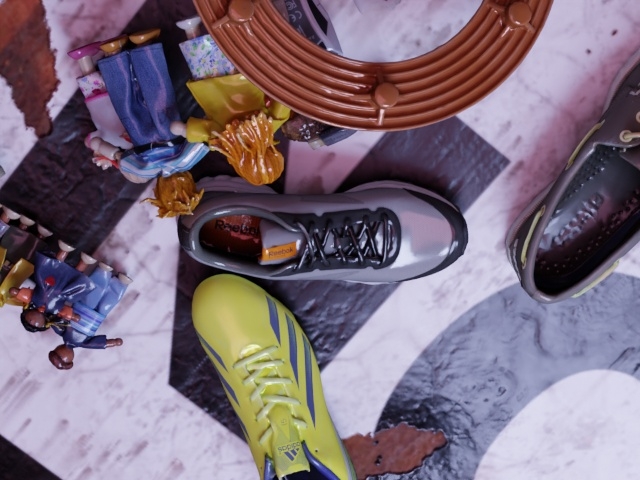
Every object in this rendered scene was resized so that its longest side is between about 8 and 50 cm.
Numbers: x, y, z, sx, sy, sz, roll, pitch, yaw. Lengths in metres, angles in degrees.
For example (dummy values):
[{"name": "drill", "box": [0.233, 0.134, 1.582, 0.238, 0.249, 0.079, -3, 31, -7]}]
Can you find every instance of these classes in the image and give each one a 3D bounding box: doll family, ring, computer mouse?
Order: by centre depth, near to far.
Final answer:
[{"name": "ring", "box": [0.049, -0.258, 1.151, 0.337, 0.032, 0.336, 0, 91, -14]}, {"name": "doll family", "box": [-0.117, -0.107, 1.204, 0.263, 0.118, 0.163, -13, 105, 23]}, {"name": "computer mouse", "box": [-0.014, -0.178, 1.242, 0.106, 0.042, 0.193, -23, 108, 25]}, {"name": "doll family", "box": [-0.270, 0.047, 1.308, 0.193, 0.076, 0.111, 31, 87, -2]}]

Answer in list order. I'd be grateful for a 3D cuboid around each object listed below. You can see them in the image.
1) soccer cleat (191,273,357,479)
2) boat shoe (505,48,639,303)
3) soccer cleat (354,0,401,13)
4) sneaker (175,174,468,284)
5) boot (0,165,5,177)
[{"name": "soccer cleat", "box": [-0.038, 0.165, 1.312, 0.093, 0.121, 0.289, -22, 105, 10]}, {"name": "boat shoe", "box": [0.280, -0.069, 1.238, 0.109, 0.091, 0.305, 34, 106, -8]}, {"name": "soccer cleat", "box": [0.069, -0.224, 1.233, 0.083, 0.029, 0.035, -11, 116, 9]}, {"name": "sneaker", "box": [0.000, 0.000, 1.266, 0.272, 0.108, 0.100, 2, 106, 1]}, {"name": "boot", "box": [-0.416, -0.080, 1.276, 0.213, 0.077, 0.165, -25, 107, 7]}]
